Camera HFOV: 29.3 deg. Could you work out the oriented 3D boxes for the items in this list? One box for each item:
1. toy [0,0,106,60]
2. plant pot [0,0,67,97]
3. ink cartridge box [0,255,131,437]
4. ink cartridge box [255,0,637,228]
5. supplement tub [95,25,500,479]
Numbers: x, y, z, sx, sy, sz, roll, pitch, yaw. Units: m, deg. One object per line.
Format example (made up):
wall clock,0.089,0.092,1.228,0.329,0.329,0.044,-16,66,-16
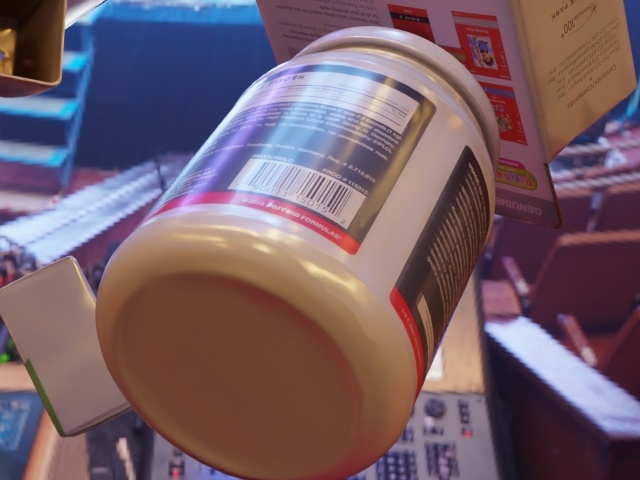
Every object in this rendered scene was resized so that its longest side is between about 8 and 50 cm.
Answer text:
toy,-0.302,-0.236,1.276,0.237,0.056,0.137,-36,5,14
plant pot,-0.270,-0.168,0.976,0.109,0.096,0.109,8,74,-26
ink cartridge box,-0.258,0.118,1.275,0.092,0.219,0.160,-26,85,-12
ink cartridge box,0.096,-0.179,1.039,0.130,0.272,0.309,-39,38,-28
supplement tub,0.000,0.000,0.766,0.191,0.191,0.272,14,39,15
